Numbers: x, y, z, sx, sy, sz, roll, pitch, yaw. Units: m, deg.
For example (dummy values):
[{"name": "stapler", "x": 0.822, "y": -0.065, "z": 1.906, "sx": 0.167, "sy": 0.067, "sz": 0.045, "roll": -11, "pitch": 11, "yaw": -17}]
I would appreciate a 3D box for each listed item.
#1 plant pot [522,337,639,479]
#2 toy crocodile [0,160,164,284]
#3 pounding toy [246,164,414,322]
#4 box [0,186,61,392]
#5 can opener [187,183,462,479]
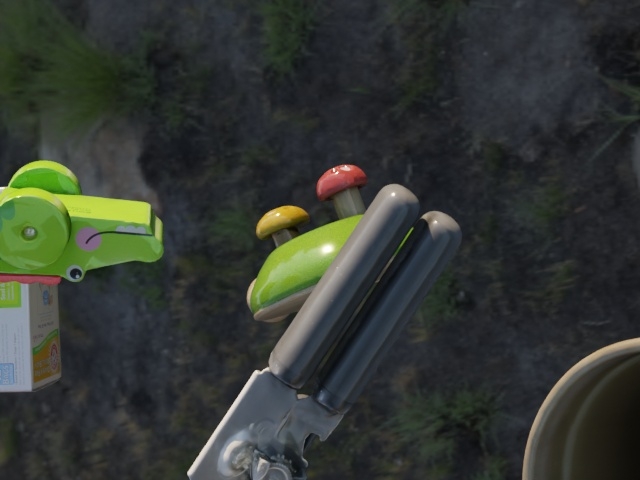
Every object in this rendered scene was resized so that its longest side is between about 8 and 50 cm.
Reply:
[{"name": "plant pot", "x": 0.395, "y": 0.224, "z": 1.030, "sx": 0.323, "sy": 0.280, "sz": 0.323, "roll": 9, "pitch": 103, "yaw": 43}, {"name": "toy crocodile", "x": -0.300, "y": -0.008, "z": 0.930, "sx": 0.115, "sy": 0.340, "sz": 0.105, "roll": -121, "pitch": 37, "yaw": -67}, {"name": "pounding toy", "x": 0.000, "y": 0.000, "z": 1.115, "sx": 0.237, "sy": 0.183, "sz": 0.110, "roll": 123, "pitch": 126, "yaw": -78}, {"name": "box", "x": -0.334, "y": 0.050, "z": 1.138, "sx": 0.114, "sy": 0.103, "sz": 0.203, "roll": -3, "pitch": 90, "yaw": 3}, {"name": "can opener", "x": -0.002, "y": 0.085, "z": 0.844, "sx": 0.283, "sy": 0.076, "sz": 0.095, "roll": -57, "pitch": 12, "yaw": 7}]
